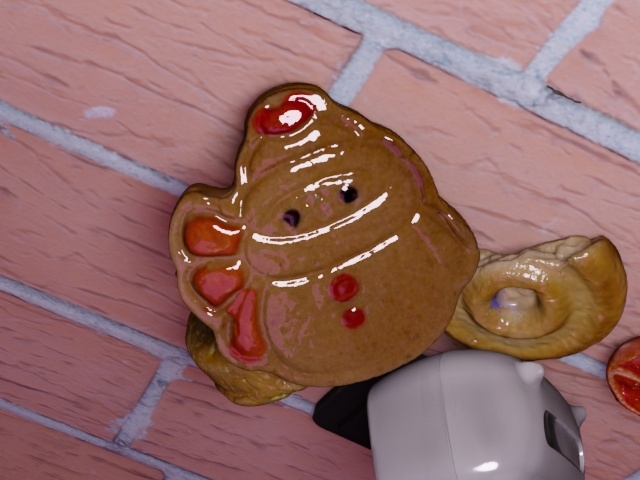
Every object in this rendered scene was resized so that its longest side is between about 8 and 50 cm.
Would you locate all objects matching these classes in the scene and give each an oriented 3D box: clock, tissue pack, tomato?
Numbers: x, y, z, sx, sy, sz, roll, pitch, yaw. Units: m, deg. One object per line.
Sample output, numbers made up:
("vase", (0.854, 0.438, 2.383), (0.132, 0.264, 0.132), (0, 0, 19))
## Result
("clock", (0.154, 0.283, 1.785), (0.273, 0.049, 0.279), (25, 141, -12))
("tissue pack", (0.229, 0.284, 1.535), (0.236, 0.229, 0.333), (-17, 150, 22))
("tomato", (0.467, 0.173, 1.528), (0.156, 0.069, 0.155), (12, 141, 10))

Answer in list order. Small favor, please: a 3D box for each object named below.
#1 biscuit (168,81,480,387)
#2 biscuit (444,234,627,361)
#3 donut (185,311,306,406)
("biscuit", (0.000, 0.000, 1.355), (0.359, 0.074, 0.381), (-20, 113, -2))
("biscuit", (0.267, 0.080, 1.468), (0.274, 0.091, 0.213), (-15, 131, 29))
("donut", (-0.066, 0.113, 1.531), (0.261, 0.208, 0.128), (-24, 126, 33))
